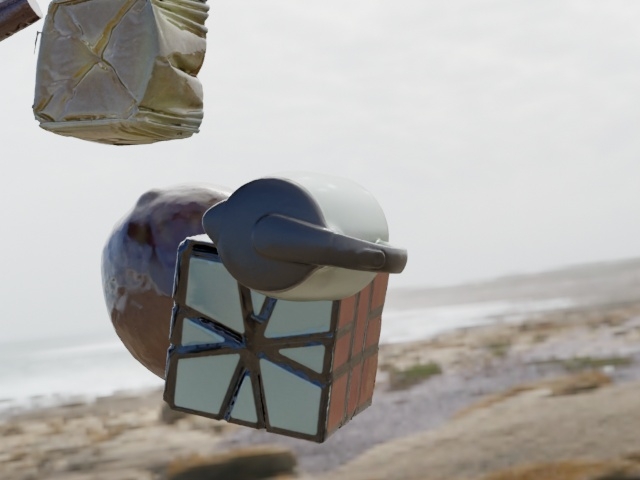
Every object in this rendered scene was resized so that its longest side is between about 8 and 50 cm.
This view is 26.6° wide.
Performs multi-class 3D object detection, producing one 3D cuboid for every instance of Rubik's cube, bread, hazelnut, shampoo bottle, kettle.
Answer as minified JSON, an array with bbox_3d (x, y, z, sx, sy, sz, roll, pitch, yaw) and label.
[{"bbox_3d":[-0.065,0.139,2.195,0.288,0.293,0.283,12,8,18],"label":"Rubik's cube"},{"bbox_3d":[-0.226,-0.208,1.577,0.210,0.192,0.110,-3,-9,38],"label":"bread"},{"bbox_3d":[-0.232,0.077,2.637,0.421,0.421,0.352,-7,38,24],"label":"hazelnut"},{"bbox_3d":[-0.586,-0.348,2.280,0.236,0.067,0.068,-27,-30,7],"label":"shampoo bottle"},{"bbox_3d":[0.000,0.000,1.611,0.221,0.161,0.236,15,3,18],"label":"kettle"}]
